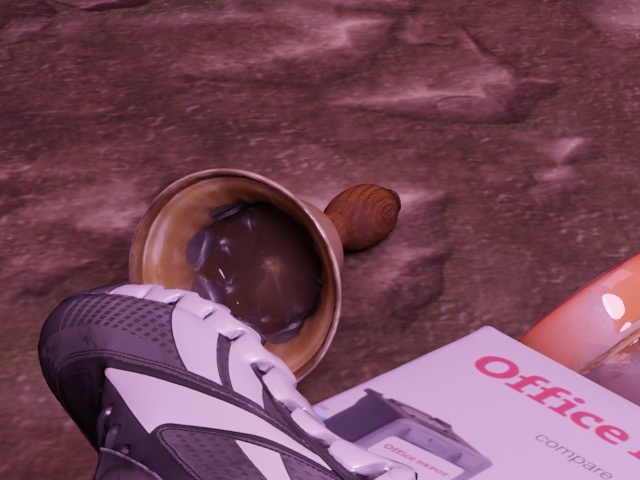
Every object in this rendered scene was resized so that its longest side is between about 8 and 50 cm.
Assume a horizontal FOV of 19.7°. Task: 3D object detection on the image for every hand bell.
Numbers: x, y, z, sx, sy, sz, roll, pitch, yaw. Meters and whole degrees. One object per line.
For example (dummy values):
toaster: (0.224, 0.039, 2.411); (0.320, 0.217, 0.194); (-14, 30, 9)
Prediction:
hand bell: (0.000, 0.000, 1.090); (0.126, 0.126, 0.242); (17, 18, 20)

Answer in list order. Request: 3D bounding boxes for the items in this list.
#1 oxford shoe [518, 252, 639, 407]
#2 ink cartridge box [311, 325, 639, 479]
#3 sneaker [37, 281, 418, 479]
oxford shoe: (0.248, 0.062, 1.017); (0.364, 0.130, 0.132); (-16, 67, -47)
ink cartridge box: (0.038, 0.172, 0.719); (0.306, 0.131, 0.226); (-23, 39, -39)
sneaker: (-0.047, 0.085, 0.647); (0.106, 0.078, 0.234); (-17, 37, -38)
